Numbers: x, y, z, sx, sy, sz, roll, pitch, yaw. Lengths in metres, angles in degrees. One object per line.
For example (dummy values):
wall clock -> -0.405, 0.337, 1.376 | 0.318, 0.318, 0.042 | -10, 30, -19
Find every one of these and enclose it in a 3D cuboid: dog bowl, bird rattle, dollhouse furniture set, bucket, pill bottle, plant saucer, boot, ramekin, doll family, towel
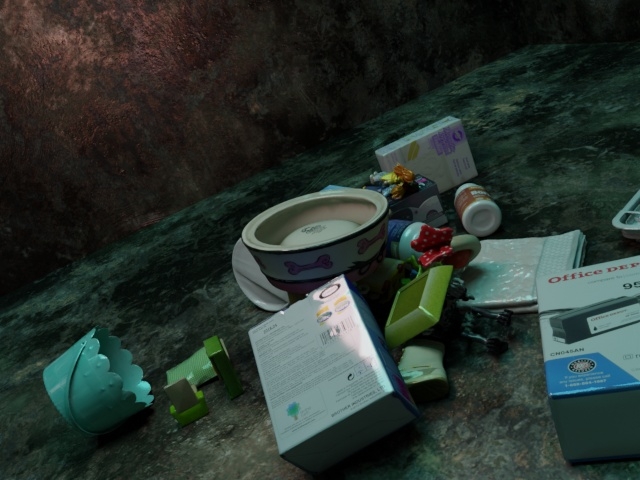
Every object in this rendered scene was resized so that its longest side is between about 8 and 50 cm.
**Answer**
dog bowl -> 0.000, 0.000, 1.719 | 0.408, 0.150, 0.408 | -12, 23, 5
bird rattle -> 0.321, 0.034, 1.649 | 0.207, 0.253, 0.143 | -15, 55, -16
dollhouse furniture set -> -0.358, 0.347, 1.768 | 0.198, 0.151, 0.301 | -27, 22, -10
bucket -> -0.620, 0.399, 1.758 | 0.183, 0.281, 0.281 | -35, 24, -7
pill bottle -> 0.262, 0.015, 1.927 | 0.153, 0.153, 0.265 | -35, 25, -28
plant saucer -> 0.226, 0.152, 1.515 | 0.188, 0.045, 0.188 | -43, 15, 45
boot -> 0.185, 0.302, 1.450 | 0.213, 0.077, 0.165 | -12, 25, 14
ramekin -> -0.148, 0.084, 2.041 | 0.273, 0.272, 0.127 | -4, 17, 39
pill bottle -> 0.497, -0.107, 2.019 | 0.121, 0.121, 0.216 | -19, 23, 9
doll family -> 0.212, -0.167, 2.012 | 0.163, 0.118, 0.263 | 5, 38, 42
towel -> 0.522, 0.081, 1.662 | 0.317, 0.053, 0.332 | -9, 25, 31

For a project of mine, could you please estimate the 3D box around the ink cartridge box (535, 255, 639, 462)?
ink cartridge box -> 0.572, 0.202, 1.183 | 0.286, 0.166, 0.395 | -14, 23, 21

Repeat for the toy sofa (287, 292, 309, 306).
toy sofa -> 0.015, 0.205, 1.734 | 0.177, 0.150, 0.362 | -15, 22, -5

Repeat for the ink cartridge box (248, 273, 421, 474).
ink cartridge box -> 0.010, 0.262, 1.384 | 0.270, 0.151, 0.395 | -31, 45, 8

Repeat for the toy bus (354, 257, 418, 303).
toy bus -> 0.170, 0.129, 1.812 | 0.202, 0.104, 0.191 | -11, 28, -12

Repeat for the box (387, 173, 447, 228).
box -> 0.281, -0.091, 2.139 | 0.247, 0.163, 0.142 | -26, 26, -7

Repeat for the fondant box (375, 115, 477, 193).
fondant box -> 0.401, -0.291, 2.376 | 0.330, 0.238, 0.096 | -26, 22, -8

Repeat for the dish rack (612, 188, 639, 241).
dish rack -> 0.943, -0.082, 1.601 | 0.333, 0.072, 0.286 | -38, 25, -32

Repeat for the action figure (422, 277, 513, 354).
action figure -> 0.320, 0.175, 1.511 | 0.276, 0.141, 0.164 | 14, 73, 49

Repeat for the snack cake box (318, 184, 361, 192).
snack cake box -> 0.101, -0.116, 2.381 | 0.089, 0.152, 0.264 | -33, 24, -23
